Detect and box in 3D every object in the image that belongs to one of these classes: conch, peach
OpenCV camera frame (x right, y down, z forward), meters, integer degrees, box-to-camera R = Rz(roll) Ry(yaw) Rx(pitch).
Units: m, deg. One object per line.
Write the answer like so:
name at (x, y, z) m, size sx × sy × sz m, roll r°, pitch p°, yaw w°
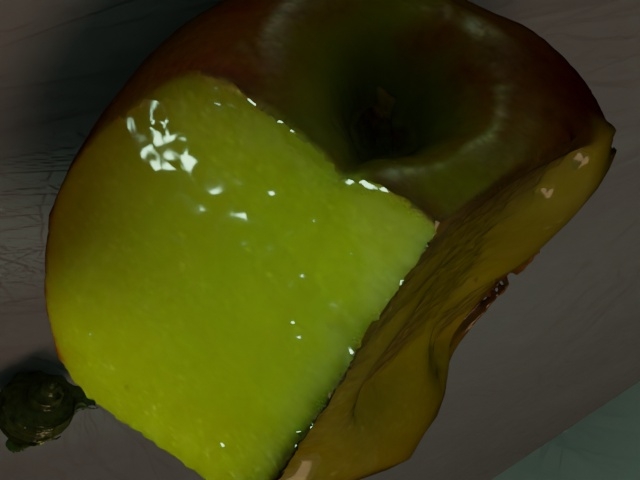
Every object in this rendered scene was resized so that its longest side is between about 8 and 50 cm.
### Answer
conch at (-0.242, 0.153, 1.078) m, size 0.089 × 0.074 × 0.121 m, roll 0°, pitch 145°, yaw -26°
peach at (0.000, 0.000, 0.773) m, size 0.306 × 0.242 × 0.380 m, roll -34°, pitch 155°, yaw -41°
